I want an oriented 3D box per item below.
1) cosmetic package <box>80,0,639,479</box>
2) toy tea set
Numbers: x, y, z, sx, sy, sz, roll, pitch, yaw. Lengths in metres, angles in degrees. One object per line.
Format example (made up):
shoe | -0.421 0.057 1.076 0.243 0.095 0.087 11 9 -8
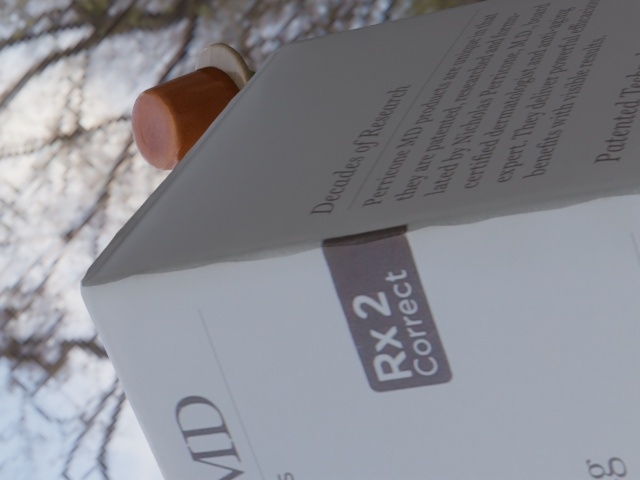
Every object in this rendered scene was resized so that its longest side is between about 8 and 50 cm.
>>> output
cosmetic package | 0.069 0.026 0.468 0.151 0.184 0.151 69 -154 -21
toy tea set | 0.000 0.000 1.268 0.124 0.200 0.336 -16 -103 -38
